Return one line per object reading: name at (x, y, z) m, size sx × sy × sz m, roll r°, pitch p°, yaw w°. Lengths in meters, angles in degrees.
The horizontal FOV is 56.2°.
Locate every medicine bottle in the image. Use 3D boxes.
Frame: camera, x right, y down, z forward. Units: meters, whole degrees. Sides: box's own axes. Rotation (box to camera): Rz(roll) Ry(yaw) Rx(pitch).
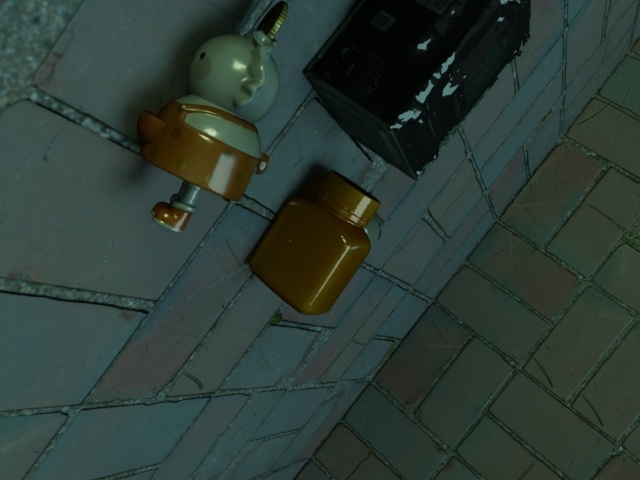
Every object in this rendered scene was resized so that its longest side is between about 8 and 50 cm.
medicine bottle at (0.000, 0.000, 1.021) m, size 0.222 × 0.149 × 0.112 m, roll -56°, pitch 157°, yaw 10°

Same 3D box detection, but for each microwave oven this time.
microwave oven at (0.159, -0.269, 0.879) m, size 0.295 × 0.181 × 0.237 m, roll -51°, pitch 158°, yaw 1°

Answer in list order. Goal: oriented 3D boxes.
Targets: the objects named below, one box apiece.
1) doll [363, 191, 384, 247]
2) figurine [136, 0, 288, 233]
doll at (0.052, -0.004, 1.184) m, size 0.192 × 0.095 × 0.149 m, roll -49°, pitch 155°, yaw 1°
figurine at (-0.104, -0.133, 0.659) m, size 0.271 × 0.143 × 0.143 m, roll -49°, pitch 157°, yaw -2°
